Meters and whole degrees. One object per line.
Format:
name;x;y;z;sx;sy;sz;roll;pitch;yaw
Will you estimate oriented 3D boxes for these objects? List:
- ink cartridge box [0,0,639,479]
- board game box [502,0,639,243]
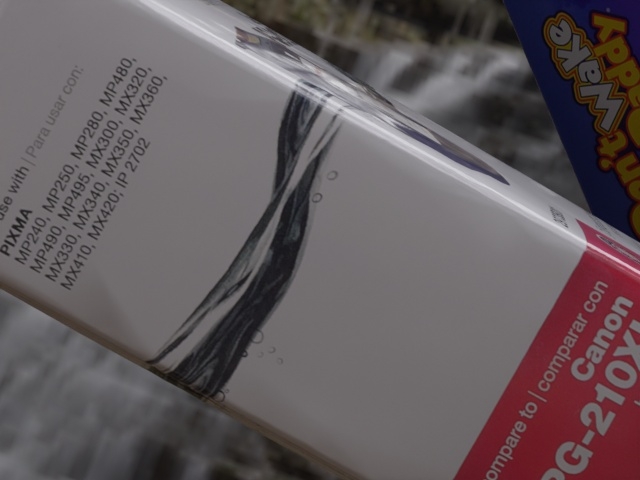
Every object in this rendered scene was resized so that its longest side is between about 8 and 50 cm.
ink cartridge box;0.000;0.000;0.638;0.237;0.100;0.172;29;7;-1
board game box;0.192;-0.113;0.929;0.078;0.347;0.233;-21;3;43
